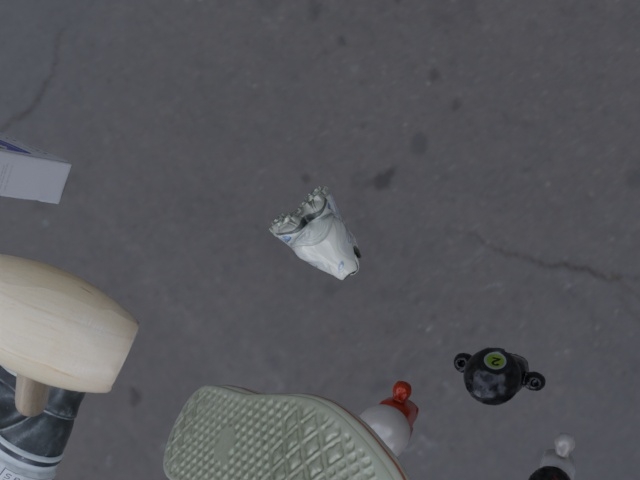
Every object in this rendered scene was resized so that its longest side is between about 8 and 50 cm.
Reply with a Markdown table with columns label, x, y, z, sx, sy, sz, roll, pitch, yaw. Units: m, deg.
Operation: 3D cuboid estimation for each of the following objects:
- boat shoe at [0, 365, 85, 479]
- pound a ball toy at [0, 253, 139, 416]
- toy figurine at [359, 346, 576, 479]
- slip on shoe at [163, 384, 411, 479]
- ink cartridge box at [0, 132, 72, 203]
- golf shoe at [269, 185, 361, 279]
| label | x | y | z | sx | sy | sz | roll | pitch | yaw |
| --- | --- | --- | --- | --- | --- | --- | --- | --- | --- |
| boat shoe | -0.286 | 0.066 | 1.081 | 0.335 | 0.121 | 0.119 | 39 | 96 | 35 |
| pound a ball toy | -0.122 | 0.164 | 0.635 | 0.135 | 0.208 | 0.319 | 20 | 158 | 5 |
| toy figurine | 0.162 | 0.230 | 1.431 | 0.213 | 0.148 | 0.210 | -27 | 84 | 11 |
| slip on shoe | -0.011 | 0.173 | 0.938 | 0.101 | 0.123 | 0.331 | 28 | 171 | -23 |
| ink cartridge box | -0.465 | -0.110 | 1.503 | 0.175 | 0.371 | 0.069 | 22 | 94 | 27 |
| golf shoe | 0.000 | 0.000 | 1.245 | 0.069 | 0.176 | 0.086 | -38 | 95 | 6 |
